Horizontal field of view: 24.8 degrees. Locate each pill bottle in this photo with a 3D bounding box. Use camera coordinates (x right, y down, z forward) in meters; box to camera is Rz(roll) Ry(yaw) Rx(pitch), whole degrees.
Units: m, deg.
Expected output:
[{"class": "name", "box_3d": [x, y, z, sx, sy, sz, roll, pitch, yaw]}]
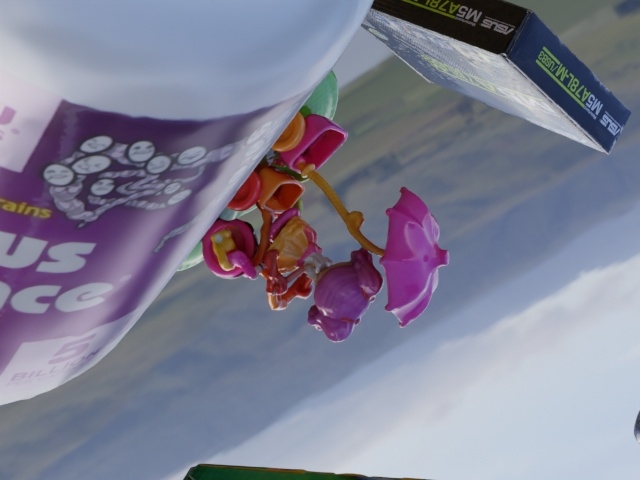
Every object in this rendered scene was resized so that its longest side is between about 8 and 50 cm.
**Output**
[{"class": "pill bottle", "box_3d": [-0.082, -0.079, 0.449, 0.169, 0.169, 0.301, -33, 170, -39]}]

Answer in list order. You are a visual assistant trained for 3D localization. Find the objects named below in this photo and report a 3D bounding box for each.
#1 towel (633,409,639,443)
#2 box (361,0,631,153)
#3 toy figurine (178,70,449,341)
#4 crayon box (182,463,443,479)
[{"class": "towel", "box_3d": [0.272, 0.025, 0.691, 0.209, 0.034, 0.285, -6, 149, -4]}, {"class": "box", "box_3d": [0.116, -0.143, 1.096, 0.184, 0.191, 0.045, 33, 85, -52]}, {"class": "toy figurine", "box_3d": [0.000, 0.000, 0.923, 0.173, 0.159, 0.130, -52, 156, 12]}, {"class": "crayon box", "box_3d": [0.040, 0.228, 0.907, 0.278, 0.165, 0.081, -3, -139, 40]}]
